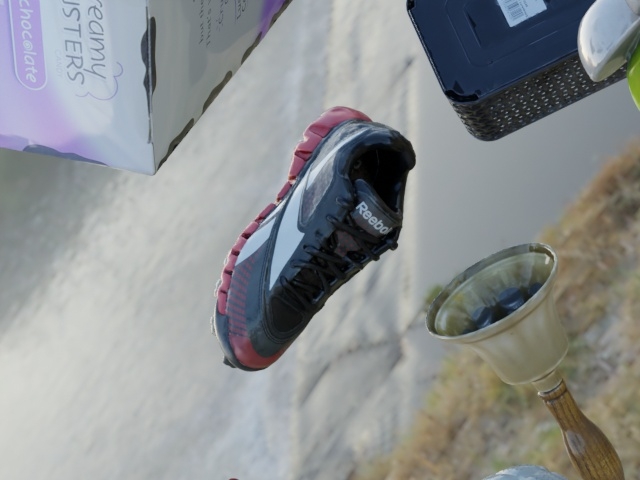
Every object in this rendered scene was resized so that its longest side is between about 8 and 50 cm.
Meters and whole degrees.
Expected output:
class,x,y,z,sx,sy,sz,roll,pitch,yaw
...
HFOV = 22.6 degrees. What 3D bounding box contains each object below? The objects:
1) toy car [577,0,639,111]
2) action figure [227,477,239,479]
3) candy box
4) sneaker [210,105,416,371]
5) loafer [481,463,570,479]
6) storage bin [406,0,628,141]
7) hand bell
class,x,y,z,sx,sy,sz,roll,pitch,yaw
toy car,0.260,-0.130,0.981,0.136,0.159,0.182,-40,-13,-26
action figure,-0.125,0.377,1.735,0.280,0.091,0.139,-58,-3,16
candy box,-0.054,-0.141,0.549,0.196,0.070,0.164,-59,-24,-55
sneaker,0.000,0.000,1.463,0.135,0.098,0.276,10,65,53
loafer,0.111,0.293,0.981,0.111,0.112,0.319,32,122,41
storage bin,0.175,-0.177,1.295,0.180,0.084,0.122,-25,65,9
hand bell,0.206,0.134,1.383,0.126,0.242,0.126,-30,20,12
